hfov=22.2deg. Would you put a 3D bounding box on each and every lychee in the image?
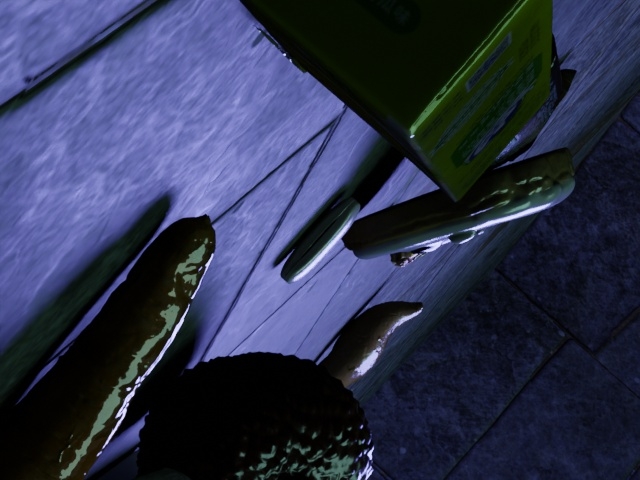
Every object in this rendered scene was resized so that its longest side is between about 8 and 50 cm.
[{"bbox_3d":[-0.052,0.169,1.236,0.194,0.194,0.194,-47,172,-8],"label":"lychee"}]

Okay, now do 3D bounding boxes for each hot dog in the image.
[{"bbox_3d":[0.126,-0.011,1.831,0.133,0.041,0.056,-43,171,-34],"label":"hot dog"}]

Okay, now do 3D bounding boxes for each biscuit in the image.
[{"bbox_3d":[0.117,-0.025,1.353,0.208,0.049,0.181,-20,180,29],"label":"biscuit"}]

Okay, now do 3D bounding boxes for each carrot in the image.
[{"bbox_3d":[-0.118,0.071,0.867,0.209,0.061,0.061,-53,172,10],"label":"carrot"}]

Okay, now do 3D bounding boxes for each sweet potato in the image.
[{"bbox_3d":[0.027,0.156,2.071,0.249,0.059,0.069,-45,-175,11],"label":"sweet potato"}]

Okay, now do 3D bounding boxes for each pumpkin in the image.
[{"bbox_3d":[0.262,-0.169,1.846,0.050,0.028,0.083,-57,177,41],"label":"pumpkin"}]

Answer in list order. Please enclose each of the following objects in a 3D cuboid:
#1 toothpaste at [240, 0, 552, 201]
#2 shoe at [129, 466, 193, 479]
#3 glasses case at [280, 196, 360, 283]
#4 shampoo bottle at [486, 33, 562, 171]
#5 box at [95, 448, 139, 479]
[{"bbox_3d":[0.032,-0.088,0.675,0.077,0.110,0.327,-51,172,3],"label":"toothpaste"},{"bbox_3d":[-0.216,0.298,1.122,0.210,0.132,0.342,-4,135,-44],"label":"shoe"},{"bbox_3d":[0.000,0.000,1.264,0.083,0.021,0.032,-48,170,-2],"label":"glasses case"},{"bbox_3d":[0.125,-0.104,1.221,0.129,0.084,0.323,-46,174,8],"label":"shampoo bottle"},{"bbox_3d":[-0.216,0.287,1.338,0.243,0.067,0.155,-51,174,20],"label":"box"}]
